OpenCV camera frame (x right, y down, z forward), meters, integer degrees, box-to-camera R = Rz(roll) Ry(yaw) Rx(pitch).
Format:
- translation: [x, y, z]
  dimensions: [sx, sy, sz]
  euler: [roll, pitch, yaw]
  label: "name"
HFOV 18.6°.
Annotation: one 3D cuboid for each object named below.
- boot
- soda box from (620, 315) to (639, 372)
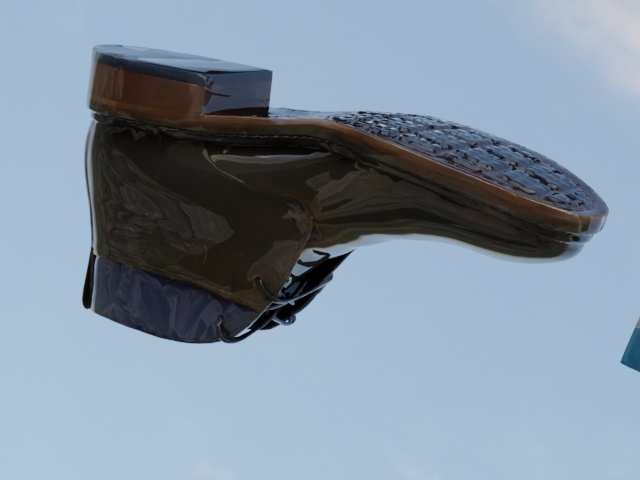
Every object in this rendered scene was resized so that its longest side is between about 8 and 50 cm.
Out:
- translation: [0.000, 0.000, 0.728]
  dimensions: [0.219, 0.082, 0.106]
  euler: [19, -76, 31]
  label: "boot"
- translation: [0.242, -0.014, 1.075]
  dimensions: [0.071, 0.067, 0.210]
  euler: [26, -77, 19]
  label: "soda box"
